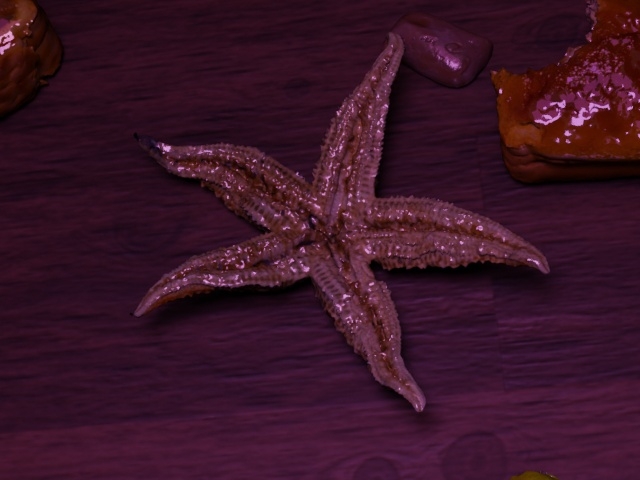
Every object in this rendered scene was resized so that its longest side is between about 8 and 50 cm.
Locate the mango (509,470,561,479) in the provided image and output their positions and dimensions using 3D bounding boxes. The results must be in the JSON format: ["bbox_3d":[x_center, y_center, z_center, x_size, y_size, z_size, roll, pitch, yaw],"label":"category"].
[{"bbox_3d":[0.151,0.286,0.932,0.125,0.111,0.232,2,64,5],"label":"mango"}]

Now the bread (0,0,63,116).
[{"bbox_3d":[-0.379,-0.186,1.242,0.222,0.096,0.181,-35,63,-7],"label":"bread"}]

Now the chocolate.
[{"bbox_3d":[0.109,-0.189,1.202,0.101,0.031,0.064,31,69,22],"label":"chocolate"}]

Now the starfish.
[{"bbox_3d":[0.001,0.003,1.102,0.347,0.078,0.357,-16,64,0],"label":"starfish"}]

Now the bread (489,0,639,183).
[{"bbox_3d":[0.339,-0.150,1.098,0.380,0.109,0.185,-3,70,11],"label":"bread"}]
